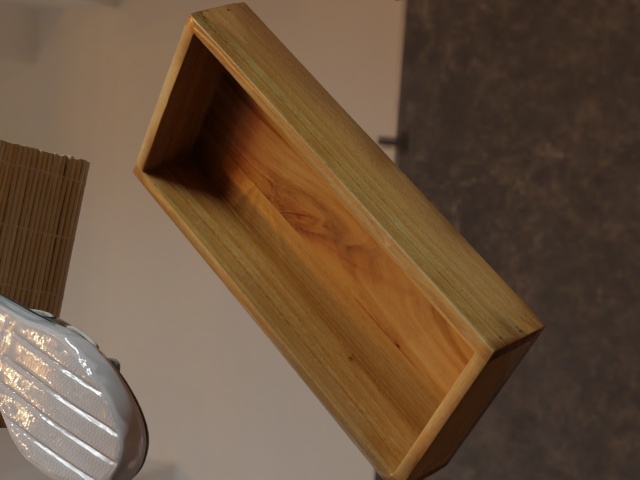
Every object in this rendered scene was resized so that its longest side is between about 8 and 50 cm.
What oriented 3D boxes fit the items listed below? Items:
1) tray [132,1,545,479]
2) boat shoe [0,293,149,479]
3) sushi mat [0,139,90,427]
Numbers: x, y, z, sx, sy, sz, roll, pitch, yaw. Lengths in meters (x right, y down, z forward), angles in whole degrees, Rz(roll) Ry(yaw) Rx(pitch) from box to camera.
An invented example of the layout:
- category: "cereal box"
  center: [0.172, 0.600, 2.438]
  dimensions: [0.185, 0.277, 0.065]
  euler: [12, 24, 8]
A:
- category: "tray"
  center: [0.000, 0.000, 1.257]
  dimensions: [0.076, 0.203, 0.411]
  euler: [-20, 60, -39]
- category: "boat shoe"
  center: [-0.246, 0.127, 1.356]
  dimensions: [0.119, 0.121, 0.335]
  euler: [15, 14, -47]
- category: "sushi mat"
  center: [-0.350, 0.050, 1.559]
  dimensions: [0.151, 0.316, 0.019]
  euler: [12, -1, -35]
